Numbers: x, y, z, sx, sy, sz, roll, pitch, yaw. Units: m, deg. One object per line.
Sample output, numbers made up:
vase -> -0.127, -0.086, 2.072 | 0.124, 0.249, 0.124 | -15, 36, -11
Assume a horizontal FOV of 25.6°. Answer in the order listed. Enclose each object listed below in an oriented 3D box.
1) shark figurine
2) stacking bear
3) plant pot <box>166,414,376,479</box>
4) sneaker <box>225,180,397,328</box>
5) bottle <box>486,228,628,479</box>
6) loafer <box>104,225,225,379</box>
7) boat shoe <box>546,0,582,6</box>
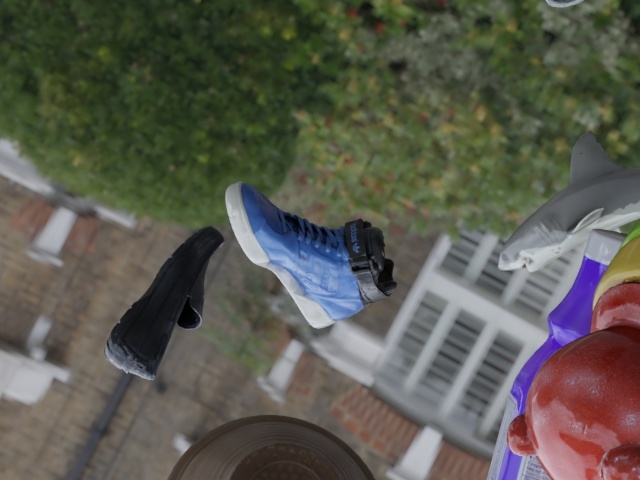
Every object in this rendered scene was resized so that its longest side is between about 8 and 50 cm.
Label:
shark figurine -> 0.313, -0.062, 1.433 | 0.166, 0.278, 0.116 | 100, 152, -68
stacking bear -> 0.243, 0.060, 0.894 | 0.175, 0.289, 0.164 | 17, 137, 45
plant pot -> -0.040, 0.272, 1.372 | 0.237, 0.237, 0.110 | 28, 150, 4
sneaker -> 0.000, -0.001, 1.012 | 0.152, 0.084, 0.058 | 53, -157, -37
bottle -> 0.194, 0.135, 1.032 | 0.118, 0.283, 0.092 | 12, -171, -7
loafer -> -0.172, 0.075, 1.674 | 0.078, 0.223, 0.076 | 33, 144, 1
boat shoe -> 0.142, -0.192, 0.816 | 0.254, 0.095, 0.079 | 20, -157, -47
